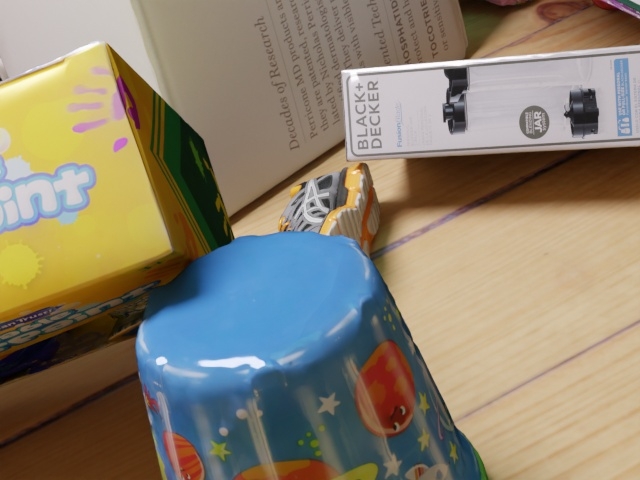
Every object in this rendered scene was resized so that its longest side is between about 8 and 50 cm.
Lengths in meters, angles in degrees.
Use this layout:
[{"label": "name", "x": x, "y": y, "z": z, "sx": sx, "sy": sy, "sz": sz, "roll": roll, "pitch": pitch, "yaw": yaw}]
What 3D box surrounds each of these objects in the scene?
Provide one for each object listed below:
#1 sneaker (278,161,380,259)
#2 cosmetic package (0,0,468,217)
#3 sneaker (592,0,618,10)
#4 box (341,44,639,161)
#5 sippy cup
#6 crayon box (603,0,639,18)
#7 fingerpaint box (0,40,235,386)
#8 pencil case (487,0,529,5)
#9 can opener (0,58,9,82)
[{"label": "sneaker", "x": 0.000, "y": 0.000, "z": 1.334, "sx": 0.083, "sy": 0.084, "sz": 0.215, "roll": -8, "pitch": 22, "yaw": 14}, {"label": "cosmetic package", "x": -0.114, "y": -0.275, "z": 1.579, "sx": 0.393, "sy": 0.327, "sz": 0.329, "roll": -36, "pitch": 36, "yaw": -29}, {"label": "sneaker", "x": 0.348, "y": -0.336, "z": 1.710, "sx": 0.221, "sy": 0.087, "sz": 0.128, "roll": -60, "pitch": 7, "yaw": -23}, {"label": "box", "x": 0.181, "y": -0.128, "z": 1.373, "sx": 0.290, "sy": 0.087, "sz": 0.169, "roll": -2, "pitch": 7, "yaw": 24}, {"label": "sippy cup", "x": -0.017, "y": 0.123, "z": 1.007, "sx": 0.240, "sy": 0.224, "sz": 0.305, "roll": -37, "pitch": 36, "yaw": -30}, {"label": "crayon box", "x": 0.305, "y": -0.349, "z": 1.499, "sx": 0.363, "sy": 0.106, "sz": 0.313, "roll": 30, "pitch": 35, "yaw": 12}, {"label": "fingerpaint box", "x": -0.304, "y": 0.035, "z": 1.148, "sx": 0.444, "sy": 0.163, "sz": 0.371, "roll": -20, "pitch": -8, "yaw": 2}, {"label": "pencil case", "x": 0.135, "y": -0.345, "z": 1.774, "sx": 0.284, "sy": 0.124, "sz": 0.124, "roll": 11, "pitch": 41, "yaw": 39}, {"label": "can opener", "x": -0.416, "y": -0.192, "z": 1.835, "sx": 0.280, "sy": 0.074, "sz": 0.093, "roll": 15, "pitch": 44, "yaw": 41}]
